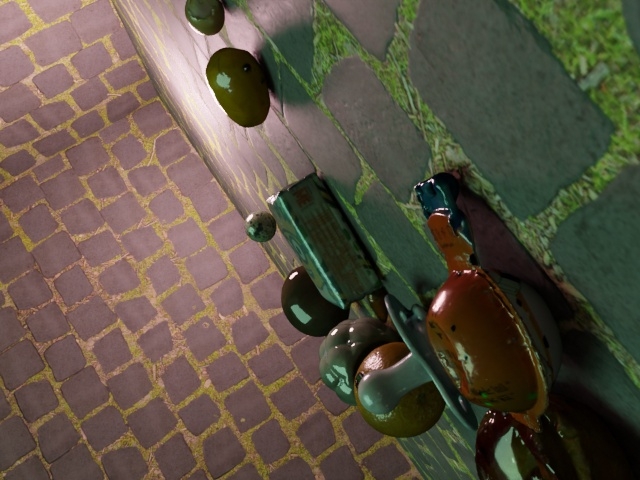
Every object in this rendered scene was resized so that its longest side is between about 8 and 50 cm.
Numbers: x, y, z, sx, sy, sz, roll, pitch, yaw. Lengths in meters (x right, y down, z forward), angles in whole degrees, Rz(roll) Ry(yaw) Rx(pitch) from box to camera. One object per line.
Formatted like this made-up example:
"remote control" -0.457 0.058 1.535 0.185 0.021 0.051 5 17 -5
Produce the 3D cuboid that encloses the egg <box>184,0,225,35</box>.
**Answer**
"egg" -0.235 -0.462 1.064 0.080 0.080 0.096 57 179 -4

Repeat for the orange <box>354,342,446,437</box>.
"orange" 0.187 0.352 1.229 0.236 0.236 0.236 54 169 15

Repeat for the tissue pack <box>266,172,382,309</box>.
"tissue pack" 0.000 0.000 1.264 0.310 0.128 0.228 59 169 -8

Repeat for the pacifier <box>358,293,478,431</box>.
"pacifier" 0.170 0.243 0.983 0.287 0.226 0.238 57 -172 0

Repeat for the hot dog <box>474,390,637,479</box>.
"hot dog" 0.350 0.386 0.713 0.387 0.174 0.267 59 171 -20

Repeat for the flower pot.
"flower pot" 0.113 0.330 1.428 0.246 0.246 0.195 60 161 -16

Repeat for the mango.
"mango" -0.175 -0.326 1.127 0.147 0.109 0.227 30 164 9

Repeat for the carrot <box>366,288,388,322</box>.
"carrot" 0.154 0.174 1.329 0.048 0.048 0.216 50 173 31

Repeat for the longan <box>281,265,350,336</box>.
"longan" -0.014 0.191 1.647 0.248 0.248 0.248 54 169 15

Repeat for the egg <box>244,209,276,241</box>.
"egg" -0.250 -0.056 2.188 0.132 0.132 0.172 52 179 23

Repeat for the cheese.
"cheese" 0.193 0.075 0.638 0.217 0.129 0.329 144 104 -83
